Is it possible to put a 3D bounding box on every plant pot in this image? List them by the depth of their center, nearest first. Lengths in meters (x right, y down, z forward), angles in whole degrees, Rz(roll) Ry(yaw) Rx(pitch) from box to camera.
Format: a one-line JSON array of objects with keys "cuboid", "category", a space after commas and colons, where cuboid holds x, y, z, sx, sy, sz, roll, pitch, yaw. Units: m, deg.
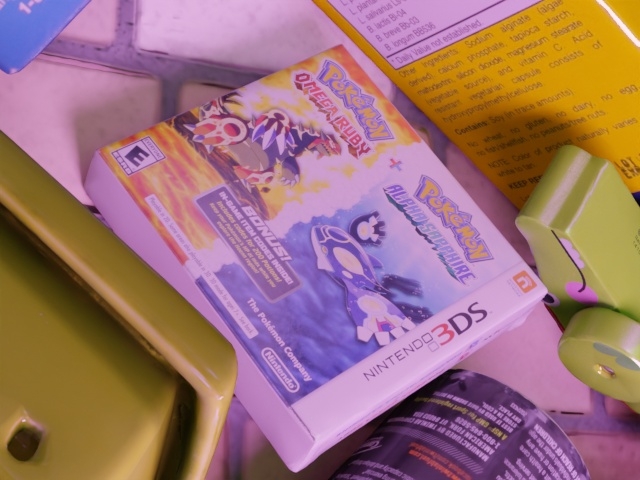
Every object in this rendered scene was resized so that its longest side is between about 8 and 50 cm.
[{"cuboid": [-0.169, 0.088, 0.505, 0.227, 0.228, 0.207, 40, 49, 16], "category": "plant pot"}]

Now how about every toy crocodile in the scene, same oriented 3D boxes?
[{"cuboid": [0.222, 0.075, 0.821, 0.340, 0.105, 0.115, 46, 62, -31], "category": "toy crocodile"}]

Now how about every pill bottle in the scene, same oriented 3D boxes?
[{"cuboid": [0.035, 0.194, 0.703, 0.245, 0.130, 0.130, -41, 103, -31], "category": "pill bottle"}]

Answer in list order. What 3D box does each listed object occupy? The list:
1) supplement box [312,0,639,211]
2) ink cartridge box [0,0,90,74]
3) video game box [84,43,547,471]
[{"cuboid": [0.135, -0.198, 0.799, 0.356, 0.194, 0.195, 43, 62, -19], "category": "supplement box"}, {"cuboid": [-0.183, -0.319, 0.557, 0.285, 0.166, 0.395, -42, 109, 15], "category": "ink cartridge box"}, {"cuboid": [0.000, 0.000, 0.722, 0.187, 0.048, 0.205, -28, 72, -35], "category": "video game box"}]
